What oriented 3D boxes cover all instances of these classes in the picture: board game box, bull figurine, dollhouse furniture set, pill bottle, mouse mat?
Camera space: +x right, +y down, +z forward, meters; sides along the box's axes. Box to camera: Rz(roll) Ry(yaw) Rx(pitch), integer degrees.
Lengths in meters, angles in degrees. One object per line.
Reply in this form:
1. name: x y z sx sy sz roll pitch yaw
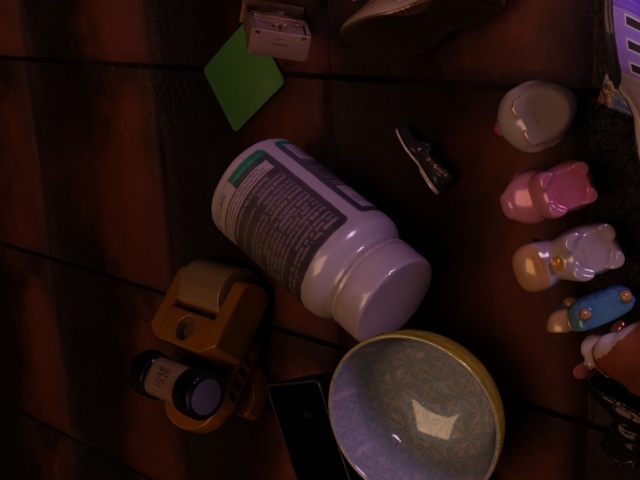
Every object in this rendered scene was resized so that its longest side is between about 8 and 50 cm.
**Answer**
1. board game box: 0.420 -0.209 1.353 0.090 0.020 0.090 32 123 34
2. bull figurine: 0.468 0.155 1.340 0.188 0.101 0.310 41 149 7
3. dollhouse furniture set: -0.054 -0.435 1.649 0.161 0.212 0.242 -103 24 -59
4. pill bottle: 0.000 0.000 1.720 0.361 0.204 0.204 40 128 31
5. mouse mat: -0.145 -0.308 1.913 0.190 0.007 0.152 -37 76 44

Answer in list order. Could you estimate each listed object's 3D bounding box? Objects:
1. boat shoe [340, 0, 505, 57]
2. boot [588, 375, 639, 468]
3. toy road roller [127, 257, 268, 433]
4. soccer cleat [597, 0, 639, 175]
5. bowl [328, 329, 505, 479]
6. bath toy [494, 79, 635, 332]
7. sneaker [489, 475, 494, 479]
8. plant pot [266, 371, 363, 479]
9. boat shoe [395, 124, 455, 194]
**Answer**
1. boat shoe: 0.155 -0.359 1.531 0.302 0.109 0.098 -14 53 48
2. boot: 0.429 0.265 1.485 0.121 0.045 0.099 33 127 33
3. toy road roller: -0.203 0.223 2.047 0.202 0.240 0.329 13 75 43
4. soccer cleat: 0.429 -0.191 1.262 0.116 0.108 0.318 -11 112 32
5. bowl: 0.174 0.262 1.644 0.289 0.156 0.289 9 109 27
6. bath toy: 0.323 -0.050 1.438 0.151 0.129 0.348 -16 94 3
7. sneaker: 0.237 0.392 1.718 0.144 0.053 0.059 43 130 39
8. plant pot: 0.043 0.310 1.792 0.188 0.167 0.187 -18 90 59
9. boat shoe: 0.166 -0.134 1.626 0.042 0.049 0.133 -40 64 16
